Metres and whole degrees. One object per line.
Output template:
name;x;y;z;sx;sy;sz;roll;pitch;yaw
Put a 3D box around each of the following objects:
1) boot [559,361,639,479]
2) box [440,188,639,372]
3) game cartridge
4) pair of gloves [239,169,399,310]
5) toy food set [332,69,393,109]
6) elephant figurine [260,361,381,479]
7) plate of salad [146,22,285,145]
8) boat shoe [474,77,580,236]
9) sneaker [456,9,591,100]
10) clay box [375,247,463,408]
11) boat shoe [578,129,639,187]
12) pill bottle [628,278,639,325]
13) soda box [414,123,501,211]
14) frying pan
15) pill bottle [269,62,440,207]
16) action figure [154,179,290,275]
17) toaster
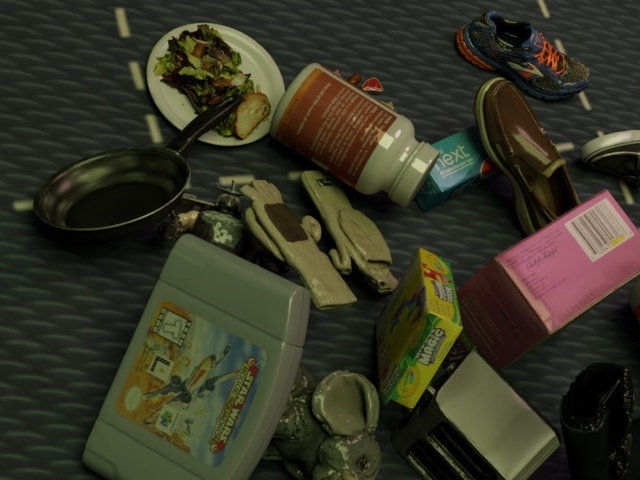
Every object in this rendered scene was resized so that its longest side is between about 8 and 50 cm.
boot;0.386;0.241;1.591;0.094;0.207;0.246;16;37;35
box;0.278;0.071;1.624;0.213;0.243;0.117;-29;78;-30
game cartridge;-0.133;0.161;1.397;0.198;0.062;0.297;23;90;32
pair of gloves;0.000;0.000;1.620;0.204;0.042;0.240;52;29;13
toy food set;0.045;-0.216;1.808;0.122;0.019;0.078;-11;69;-26
elephant figurine;0.002;0.238;1.489;0.239;0.169;0.186;23;83;-9
plate of salad;-0.141;-0.223;1.720;0.200;0.048;0.200;9;62;-17
boat shoe;0.305;-0.115;1.747;0.095;0.095;0.257;-41;117;-24
sneaker;0.321;-0.286;1.915;0.221;0.087;0.083;19;60;-12
clay box;0.120;0.112;1.546;0.053;0.127;0.222;24;22;-10
boat shoe;0.503;-0.116;1.914;0.228;0.080;0.076;2;62;-30
pill bottle;0.606;0.198;1.705;0.224;0.224;0.392;-14;71;-27
soda box;0.220;-0.120;1.802;0.210;0.067;0.071;-26;77;-30
frying pan;-0.237;-0.093;1.591;0.197;0.053;0.326;2;34;18
pill bottle;0.049;-0.139;1.693;0.216;0.121;0.121;33;57;7
action figure;-0.132;0.039;1.564;0.185;0.099;0.285;14;56;-6
toaster;0.194;0.247;1.549;0.185;0.168;0.110;46;60;6
